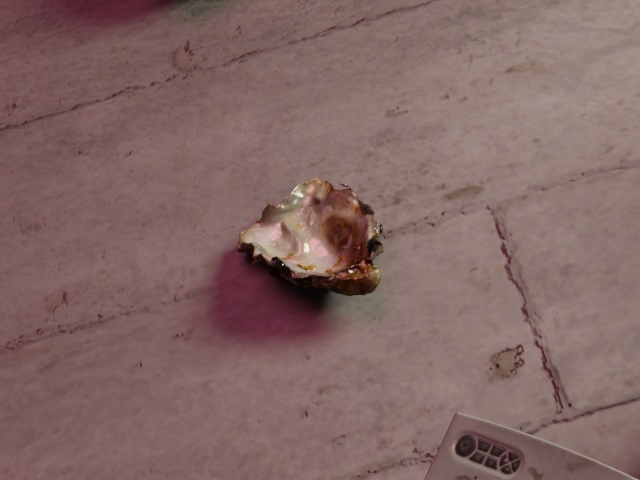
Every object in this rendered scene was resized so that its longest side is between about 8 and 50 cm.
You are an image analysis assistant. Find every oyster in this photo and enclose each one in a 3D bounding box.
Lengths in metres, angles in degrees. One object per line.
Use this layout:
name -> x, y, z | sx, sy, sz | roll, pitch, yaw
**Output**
oyster -> 0.000, 0.008, 1.380 | 0.103, 0.051, 0.148 | -30, 29, -8

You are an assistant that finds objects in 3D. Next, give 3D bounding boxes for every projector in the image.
projector -> 0.129, 0.185, 1.123 | 0.147, 0.061, 0.115 | 17, 75, 41
